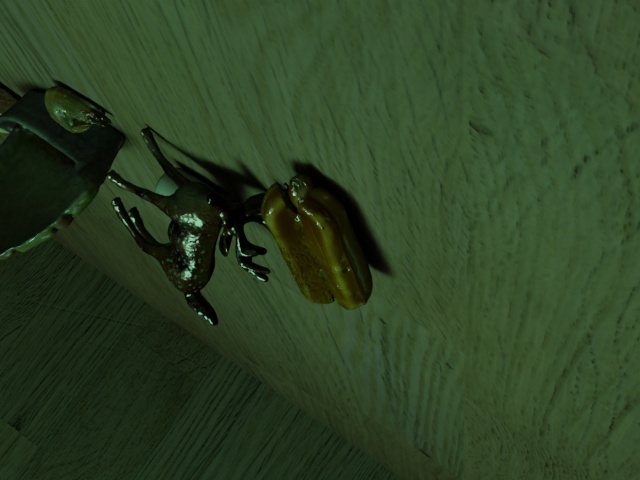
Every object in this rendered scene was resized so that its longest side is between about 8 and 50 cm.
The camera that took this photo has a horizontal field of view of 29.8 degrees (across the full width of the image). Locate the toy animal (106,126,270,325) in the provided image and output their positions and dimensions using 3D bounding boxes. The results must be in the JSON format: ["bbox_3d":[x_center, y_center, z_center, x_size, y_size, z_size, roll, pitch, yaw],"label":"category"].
[{"bbox_3d":[-0.132,-0.015,1.365,0.260,0.087,0.243,38,151,22],"label":"toy animal"}]

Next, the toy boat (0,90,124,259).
[{"bbox_3d":[-0.379,-0.070,1.565,0.276,0.294,0.111,6,152,37],"label":"toy boat"}]

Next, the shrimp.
[{"bbox_3d":[-0.300,-0.154,1.486,0.108,0.023,0.059,29,132,23],"label":"shrimp"}]

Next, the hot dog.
[{"bbox_3d":[0.000,0.000,1.200,0.092,0.062,0.236,15,156,17],"label":"hot dog"}]

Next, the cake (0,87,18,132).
[{"bbox_3d":[-0.513,-0.202,1.780,0.225,0.090,0.109,36,164,-2],"label":"cake"}]

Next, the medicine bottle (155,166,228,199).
[{"bbox_3d":[-0.153,-0.049,1.450,0.089,0.052,0.052,30,166,26],"label":"medicine bottle"}]
